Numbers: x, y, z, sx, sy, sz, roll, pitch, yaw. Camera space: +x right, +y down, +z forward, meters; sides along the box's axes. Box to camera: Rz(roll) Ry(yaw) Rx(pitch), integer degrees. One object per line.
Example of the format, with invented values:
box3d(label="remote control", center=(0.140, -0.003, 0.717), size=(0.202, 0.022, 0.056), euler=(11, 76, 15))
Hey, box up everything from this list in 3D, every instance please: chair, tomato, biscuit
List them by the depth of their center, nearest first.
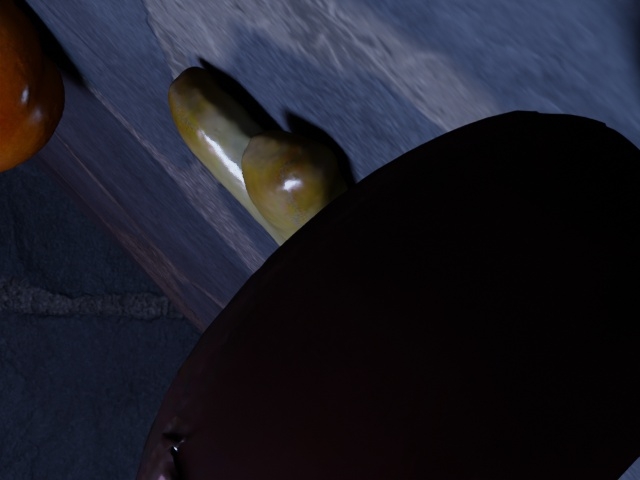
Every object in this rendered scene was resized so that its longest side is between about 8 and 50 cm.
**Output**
box3d(label="chair", center=(0.128, 0.159, 0.450), size=(0.401, 0.226, 0.226), euler=(47, 171, 6))
box3d(label="biscuit", center=(-0.001, 0.000, 0.895), size=(0.164, 0.047, 0.208), euler=(33, 164, 53))
box3d(label="tomato", center=(-0.350, -0.165, 1.377), size=(0.260, 0.180, 0.260), euler=(44, 168, 11))
